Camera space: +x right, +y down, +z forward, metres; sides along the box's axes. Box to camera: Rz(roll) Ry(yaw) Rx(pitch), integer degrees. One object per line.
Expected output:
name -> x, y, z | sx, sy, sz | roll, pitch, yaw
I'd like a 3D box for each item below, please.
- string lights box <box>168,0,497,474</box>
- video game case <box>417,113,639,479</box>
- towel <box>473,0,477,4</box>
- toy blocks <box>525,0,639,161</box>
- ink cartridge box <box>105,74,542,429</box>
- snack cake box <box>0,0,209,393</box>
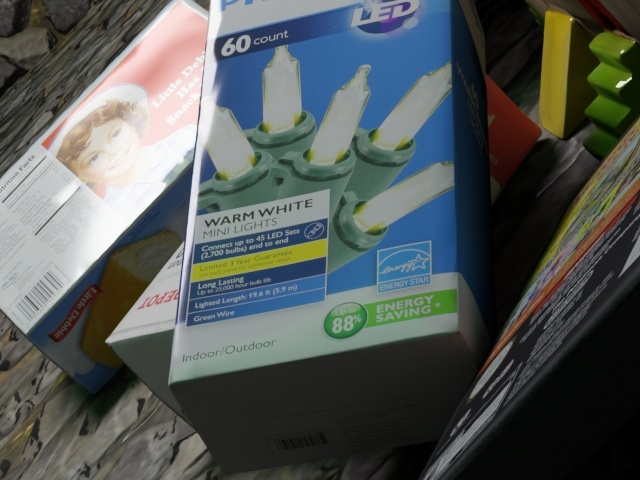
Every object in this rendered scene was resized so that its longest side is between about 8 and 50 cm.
string lights box -> 0.011, -0.024, 0.850 | 0.133, 0.076, 0.259 | -11, 47, 14
video game case -> 0.137, -0.023, 0.647 | 0.275, 0.035, 0.248 | -54, 0, 42
towel -> 0.163, -0.254, 1.326 | 0.336, 0.040, 0.243 | -38, 15, 15
toy blocks -> 0.122, -0.197, 0.880 | 0.191, 0.261, 0.381 | -44, 17, 2
ink cartridge box -> 0.000, 0.000, 0.995 | 0.218, 0.092, 0.158 | -55, 20, -25
snack cake box -> -0.133, -0.038, 1.300 | 0.264, 0.089, 0.152 | -46, 43, -5
